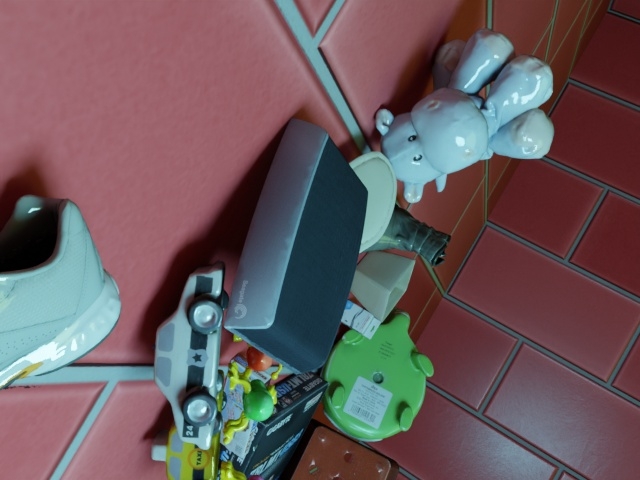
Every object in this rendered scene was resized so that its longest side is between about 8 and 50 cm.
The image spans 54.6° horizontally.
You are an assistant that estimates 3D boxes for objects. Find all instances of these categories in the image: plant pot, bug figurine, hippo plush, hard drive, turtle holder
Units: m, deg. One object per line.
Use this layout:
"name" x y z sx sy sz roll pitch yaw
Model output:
"plant pot" 0.122 0.084 1.296 0.109 0.096 0.109 -47 157 -35
"bug figurine" -0.087 0.251 0.792 0.216 0.072 0.279 173 -79 -85
"hippo plush" 0.189 -0.197 0.975 0.236 0.234 0.294 -20 -178 -38
"hard drive" -0.013 0.008 0.701 0.172 0.054 0.255 48 51 -50
"plant pot" 0.029 0.557 1.392 0.267 0.267 0.236 -61 171 -26
"turtle holder" 0.111 0.306 1.459 0.227 0.243 0.320 115 -27 -65

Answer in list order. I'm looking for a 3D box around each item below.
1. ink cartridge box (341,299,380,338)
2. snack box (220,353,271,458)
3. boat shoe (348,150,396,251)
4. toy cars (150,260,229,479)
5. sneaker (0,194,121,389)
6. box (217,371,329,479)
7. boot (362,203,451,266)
"ink cartridge box" 0.084 0.172 1.346 0.048 0.083 0.028 -57 162 -11
"snack box" -0.124 0.259 0.958 0.022 0.064 0.178 -33 148 -51
"boat shoe" 0.000 0.000 0.849 0.116 0.097 0.324 48 56 -24
"toy cars" -0.157 0.189 0.723 0.176 0.087 0.394 -92 -172 -46
"sneaker" -0.233 0.063 0.359 0.262 0.099 0.121 -53 154 -44
"box" -0.120 0.415 1.201 0.293 0.073 0.295 -63 162 12
"boot" 0.149 -0.003 1.131 0.246 0.161 0.083 -28 143 -58
